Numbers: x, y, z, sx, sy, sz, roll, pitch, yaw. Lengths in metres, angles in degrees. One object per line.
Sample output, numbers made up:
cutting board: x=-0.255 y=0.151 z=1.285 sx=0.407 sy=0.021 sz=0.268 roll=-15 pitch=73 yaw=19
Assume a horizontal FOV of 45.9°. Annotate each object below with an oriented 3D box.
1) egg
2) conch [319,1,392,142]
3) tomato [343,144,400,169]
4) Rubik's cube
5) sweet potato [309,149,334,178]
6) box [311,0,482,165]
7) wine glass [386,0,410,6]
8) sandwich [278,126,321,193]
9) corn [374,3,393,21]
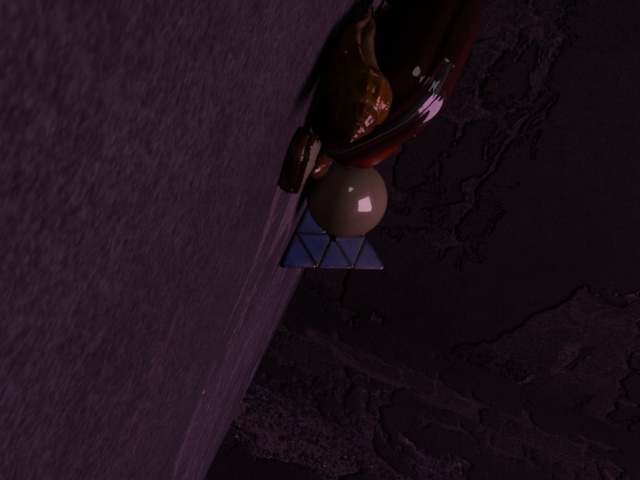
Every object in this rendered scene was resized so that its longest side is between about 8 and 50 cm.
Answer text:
egg: x=0.061 y=-0.101 z=1.764 sx=0.254 sy=0.189 sz=0.188 roll=14 pitch=100 yaw=-82
conch: x=0.045 y=-0.242 z=1.065 sx=0.093 sy=0.109 sz=0.330 roll=-31 pitch=-143 yaw=27
tomato: x=0.093 y=-0.219 z=1.449 sx=0.167 sy=0.167 sz=0.167 roll=24 pitch=90 yaw=-89
Rubik's cube: x=0.001 y=0.002 z=2.089 sx=0.229 sy=0.228 sz=0.233 roll=-31 pitch=137 yaw=4
sweet potato: x=0.001 y=-0.158 z=1.400 sx=0.218 sy=0.051 sz=0.065 roll=-64 pitch=174 yaw=-72
box: x=0.131 y=-0.285 z=1.256 sx=0.263 sy=0.108 sz=0.403 roll=-23 pitch=-150 yaw=42
wine glass: x=0.150 y=-0.486 z=1.295 sx=0.072 sy=0.072 sz=0.155 roll=106 pitch=7 yaw=-79
sandwich: x=-0.026 y=-0.132 z=1.141 sx=0.104 sy=0.036 sz=0.093 roll=109 pitch=5 yaw=-54
corn: x=0.145 y=-0.436 z=1.568 sx=0.253 sy=0.086 sz=0.086 roll=-66 pitch=179 yaw=-57
